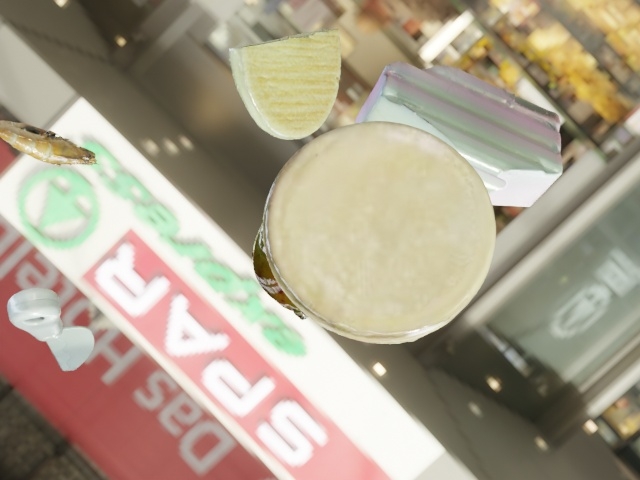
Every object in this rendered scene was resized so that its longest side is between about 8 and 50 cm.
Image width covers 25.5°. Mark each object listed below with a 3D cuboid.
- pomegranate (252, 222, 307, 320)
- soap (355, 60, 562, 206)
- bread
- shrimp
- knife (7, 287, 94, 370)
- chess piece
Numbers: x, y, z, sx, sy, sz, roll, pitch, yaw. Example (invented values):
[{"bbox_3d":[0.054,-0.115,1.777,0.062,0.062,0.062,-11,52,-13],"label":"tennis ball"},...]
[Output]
[{"bbox_3d":[0.000,0.000,1.734,0.159,0.159,0.205,34,-122,-51],"label":"pomegranate"},{"bbox_3d":[0.217,-0.165,2.195,0.324,0.109,0.193,23,-137,-17],"label":"soap"},{"bbox_3d":[-0.035,-0.165,1.525,0.193,0.036,0.112,-23,-71,-53],"label":"bread"},{"bbox_3d":[-0.380,-0.130,1.937,0.095,0.045,0.162,18,-179,43],"label":"shrimp"},{"bbox_3d":[-0.370,0.134,2.019,0.331,0.080,0.044,77,178,-70],"label":"knife"},{"bbox_3d":[0.055,0.013,1.140,0.167,0.167,0.300,48,179,10],"label":"chess piece"}]
